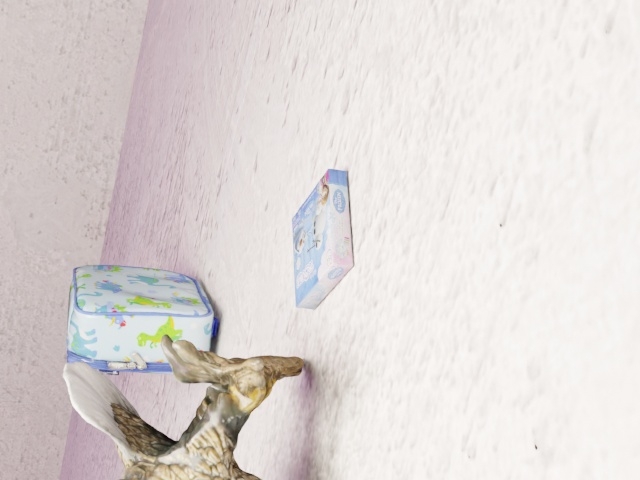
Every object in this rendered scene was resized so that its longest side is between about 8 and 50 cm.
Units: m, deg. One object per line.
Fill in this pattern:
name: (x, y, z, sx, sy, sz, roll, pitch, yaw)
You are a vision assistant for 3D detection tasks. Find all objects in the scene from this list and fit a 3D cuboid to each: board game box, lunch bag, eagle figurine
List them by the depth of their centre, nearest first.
eagle figurine: (-0.080, 0.228, 0.668, 0.225, 0.226, 0.298, 6, 82, 50)
board game box: (0.000, 0.000, 0.776, 0.090, 0.020, 0.090, 128, 144, -54)
lunch bag: (-0.224, 0.095, 1.136, 0.219, 0.176, 0.090, -140, 55, -69)
